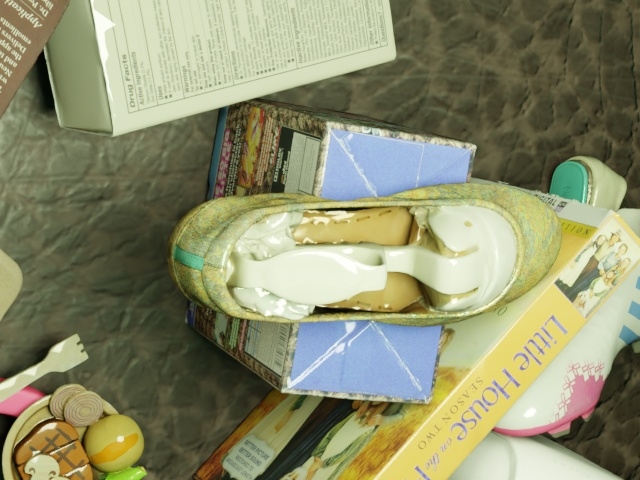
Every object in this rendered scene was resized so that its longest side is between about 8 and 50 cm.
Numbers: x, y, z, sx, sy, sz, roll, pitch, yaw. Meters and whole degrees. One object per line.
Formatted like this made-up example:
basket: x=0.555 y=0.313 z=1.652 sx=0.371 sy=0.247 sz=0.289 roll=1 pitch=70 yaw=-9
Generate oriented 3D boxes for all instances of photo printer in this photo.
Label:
photo printer: x=0.211 y=0.249 z=1.743 sx=0.256 sy=0.307 sz=0.107 roll=27 pitch=89 yaw=-24

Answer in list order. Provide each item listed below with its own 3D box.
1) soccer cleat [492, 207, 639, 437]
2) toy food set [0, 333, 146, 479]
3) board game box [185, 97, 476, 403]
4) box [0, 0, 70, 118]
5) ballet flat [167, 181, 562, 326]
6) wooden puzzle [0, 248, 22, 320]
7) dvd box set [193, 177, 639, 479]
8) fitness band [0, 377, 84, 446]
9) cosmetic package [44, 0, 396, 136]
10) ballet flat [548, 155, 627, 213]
soccer cleat: x=0.240 y=0.069 z=1.697 sx=0.331 sy=0.116 sz=0.143 roll=-34 pitch=121 yaw=-50
toy food set: x=-0.229 y=0.198 z=1.646 sx=0.132 sy=0.038 sz=0.192 roll=-31 pitch=109 yaw=-18
board game box: x=0.000 y=0.000 z=1.617 sx=0.141 sy=0.291 sz=0.232 roll=7 pitch=97 yaw=-22
box: x=-0.348 y=-0.160 z=1.477 sx=0.168 sy=0.167 sz=0.203 roll=40 pitch=61 yaw=-24
ballet flat: x=0.054 y=0.017 z=1.421 sx=0.348 sy=0.123 sz=0.123 roll=0 pitch=100 yaw=-20
wooden puzzle: x=-0.456 y=0.073 z=1.513 sx=0.322 sy=0.080 sz=0.348 roll=45 pitch=55 yaw=-26
dvd box set: x=0.083 y=0.122 z=1.667 sx=0.420 sy=0.307 sz=0.062 roll=-47 pitch=111 yaw=-8
fitness band: x=-0.292 y=0.266 z=1.674 sx=0.209 sy=0.054 sz=0.291 roll=-36 pitch=112 yaw=-13
cosmetic package: x=-0.092 y=-0.207 z=1.608 sx=0.309 sy=0.113 sz=0.160 roll=-17 pitch=106 yaw=-31
ballet flat: x=0.262 y=0.037 z=1.856 sx=0.086 sy=0.086 sz=0.248 roll=16 pitch=92 yaw=-24
